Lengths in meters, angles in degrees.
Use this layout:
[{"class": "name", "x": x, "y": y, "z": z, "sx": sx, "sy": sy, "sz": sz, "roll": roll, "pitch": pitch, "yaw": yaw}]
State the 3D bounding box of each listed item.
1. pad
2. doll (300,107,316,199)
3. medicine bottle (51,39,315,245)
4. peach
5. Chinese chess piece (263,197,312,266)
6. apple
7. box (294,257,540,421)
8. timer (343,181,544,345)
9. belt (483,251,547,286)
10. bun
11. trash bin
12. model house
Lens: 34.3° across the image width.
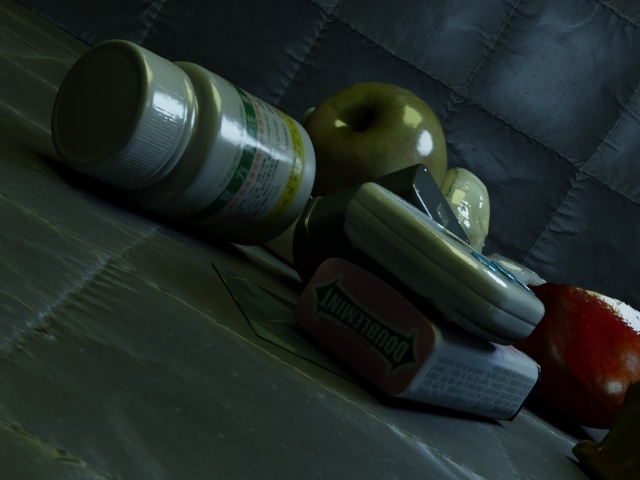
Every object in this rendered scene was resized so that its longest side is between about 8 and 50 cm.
[{"class": "pad", "x": -0.040, "y": 0.099, "z": 1.257, "sx": 0.163, "sy": 0.004, "sz": 0.243, "roll": 28, "pitch": 8, "yaw": -25}, {"class": "doll", "x": 0.015, "y": -0.088, "z": 2.061, "sx": 0.365, "sy": 0.376, "sz": 0.187, "roll": 42, "pitch": -37, "yaw": 4}, {"class": "medicine bottle", "x": -0.181, "y": -0.130, "z": 1.422, "sx": 0.208, "sy": 0.208, "sz": 0.339, "roll": 37, "pitch": 8, "yaw": 38}, {"class": "peach", "x": 0.439, "y": 0.188, "z": 1.761, "sx": 0.274, "sy": 0.248, "sz": 0.245, "roll": 36, "pitch": 45, "yaw": -10}, {"class": "Chinese chess piece", "x": 0.000, "y": 0.000, "z": 1.769, "sx": 0.251, "sy": 0.097, "sz": 0.251, "roll": 32, "pitch": 6, "yaw": -4}, {"class": "apple", "x": 0.089, "y": -0.134, "z": 1.755, "sx": 0.257, "sy": 0.257, "sz": 0.234, "roll": 36, "pitch": -20, "yaw": 34}, {"class": "box", "x": 0.140, "y": 0.134, "z": 1.336, "sx": 0.190, "sy": 0.112, "sz": 0.369, "roll": 37, "pitch": 8, "yaw": 31}, {"class": "timer", "x": 0.150, "y": 0.033, "z": 1.273, "sx": 0.237, "sy": 0.087, "sz": 0.262, "roll": 38, "pitch": 6, "yaw": 31}, {"class": "belt", "x": 0.340, "y": 0.124, "z": 2.005, "sx": 0.261, "sy": 0.184, "sz": 0.105, "roll": 9, "pitch": 17, "yaw": -32}, {"class": "bun", "x": 0.222, "y": 0.010, "z": 1.876, "sx": 0.146, "sy": 0.287, "sz": 0.287, "roll": 29, "pitch": 7, "yaw": -5}, {"class": "trash bin", "x": 0.077, "y": 0.003, "z": 1.500, "sx": 0.177, "sy": 0.236, "sz": 0.101, "roll": 58, "pitch": 30, "yaw": -21}, {"class": "model house", "x": 0.528, "y": 0.288, "z": 1.415, "sx": 0.268, "sy": 0.239, "sz": 0.173, "roll": 30, "pitch": 6, "yaw": -2}]
